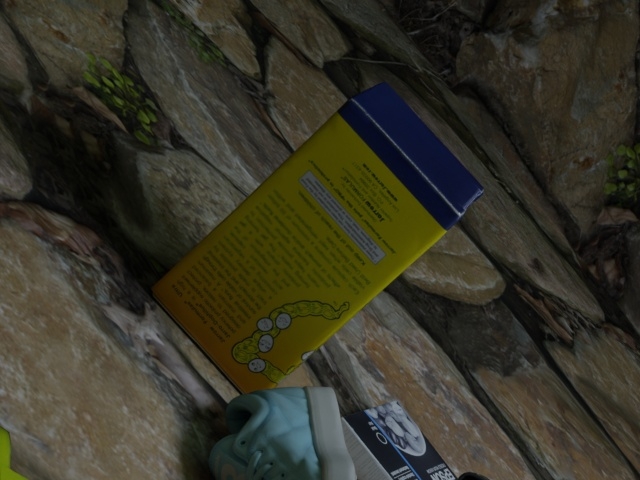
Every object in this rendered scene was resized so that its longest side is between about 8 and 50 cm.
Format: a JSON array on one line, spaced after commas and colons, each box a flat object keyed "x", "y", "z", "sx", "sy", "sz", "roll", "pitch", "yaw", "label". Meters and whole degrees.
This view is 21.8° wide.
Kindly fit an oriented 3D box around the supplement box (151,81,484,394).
[{"x": 0.000, "y": 0.000, "z": 2.051, "sx": 0.195, "sy": 0.356, "sz": 0.194, "roll": 48, "pitch": 19, "yaw": 1, "label": "supplement box"}]

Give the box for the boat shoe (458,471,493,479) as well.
[{"x": 0.249, "y": 0.396, "z": 2.220, "sx": 0.076, "sy": 0.080, "sz": 0.228, "roll": 41, "pitch": 14, "yaw": -46, "label": "boat shoe"}]

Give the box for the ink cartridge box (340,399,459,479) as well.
[{"x": 0.114, "y": 0.310, "z": 2.169, "sx": 0.208, "sy": 0.045, "sz": 0.206, "roll": 53, "pitch": 18, "yaw": 13, "label": "ink cartridge box"}]

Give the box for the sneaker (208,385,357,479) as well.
[{"x": -0.044, "y": 0.270, "z": 1.778, "sx": 0.150, "sy": 0.135, "sz": 0.366, "roll": -1, "pitch": 18, "yaw": -6, "label": "sneaker"}]

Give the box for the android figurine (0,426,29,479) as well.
[{"x": -0.310, "y": 0.228, "z": 1.371, "sx": 0.248, "sy": 0.056, "sz": 0.273, "roll": 38, "pitch": 18, "yaw": -25, "label": "android figurine"}]
